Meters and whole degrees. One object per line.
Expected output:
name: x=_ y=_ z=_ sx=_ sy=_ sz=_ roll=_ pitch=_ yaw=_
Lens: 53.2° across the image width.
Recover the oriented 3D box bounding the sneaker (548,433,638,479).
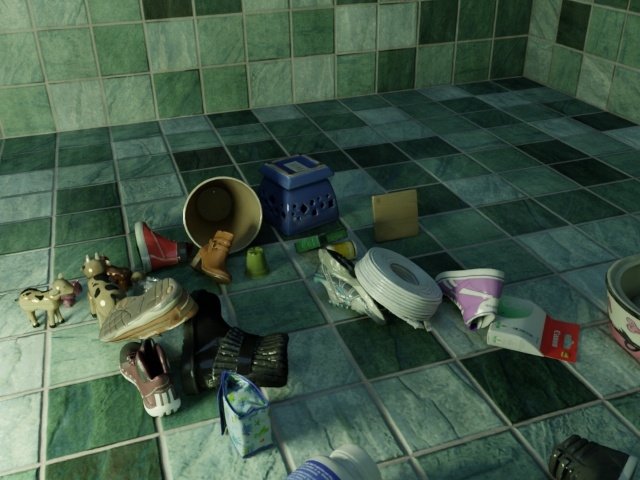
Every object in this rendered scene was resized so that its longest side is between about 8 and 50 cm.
sneaker: x=0.493 y=0.482 z=1.227 sx=0.146 sy=0.105 sz=0.295 roll=19 pitch=29 yaw=34

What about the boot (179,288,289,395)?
boot: x=-0.208 y=0.247 z=1.628 sx=0.260 sy=0.131 sz=0.348 roll=-9 pitch=40 yaw=0

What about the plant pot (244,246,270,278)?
plant pot: x=-0.201 y=0.066 z=2.011 sx=0.083 sy=0.079 sz=0.083 roll=0 pitch=29 yaw=0

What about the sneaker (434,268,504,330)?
sneaker: x=0.395 y=0.168 z=1.774 sx=0.102 sy=0.161 sz=0.282 roll=12 pitch=-10 yaw=-16

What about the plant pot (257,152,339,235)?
plant pot: x=-0.086 y=-0.179 z=2.312 sx=0.235 sy=0.212 sz=0.236 roll=-19 pitch=34 yaw=-31

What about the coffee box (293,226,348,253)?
coffee box: x=0.000 y=0.000 z=2.072 sx=0.113 sy=0.041 sz=0.184 roll=-18 pitch=0 yaw=-28

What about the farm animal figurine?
farm animal figurine: x=-0.647 y=0.137 z=1.804 sx=0.326 sy=0.172 sz=0.330 roll=22 pitch=36 yaw=35

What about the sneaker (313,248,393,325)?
sneaker: x=0.091 y=0.155 z=1.835 sx=0.283 sy=0.122 sz=0.110 roll=45 pitch=21 yaw=28

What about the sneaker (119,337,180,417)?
sneaker: x=-0.417 y=0.283 z=1.545 sx=0.106 sy=0.163 sz=0.281 roll=-20 pitch=34 yaw=-30

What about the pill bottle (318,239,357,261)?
pill bottle: x=0.056 y=0.040 z=2.063 sx=0.116 sy=0.065 sz=0.065 roll=-12 pitch=31 yaw=-19

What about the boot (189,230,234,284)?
boot: x=-0.310 y=0.047 z=1.991 sx=0.197 sy=0.073 sz=0.152 roll=22 pitch=69 yaw=40

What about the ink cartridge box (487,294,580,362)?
ink cartridge box: x=0.575 y=0.233 z=1.715 sx=0.224 sy=0.056 sz=0.181 roll=9 pitch=31 yaw=21

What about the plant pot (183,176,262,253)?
plant pot: x=-0.351 y=-0.105 z=2.196 sx=0.256 sy=0.257 sz=0.274 roll=-9 pitch=14 yaw=-14

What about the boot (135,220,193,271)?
boot: x=-0.520 y=0.008 z=2.126 sx=0.176 sy=0.089 sz=0.244 roll=-12 pitch=39 yaw=-19

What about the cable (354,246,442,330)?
cable: x=0.219 y=0.120 z=1.794 sx=0.257 sy=0.089 sz=0.257 roll=30 pitch=21 yaw=-6

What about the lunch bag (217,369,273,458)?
lunch bag: x=-0.176 y=0.376 z=1.406 sx=0.096 sy=0.129 sz=0.151 roll=-16 pitch=33 yaw=-25

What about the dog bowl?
dog bowl: x=0.949 y=0.194 z=1.671 sx=0.407 sy=0.151 sz=0.408 roll=-1 pitch=28 yaw=1

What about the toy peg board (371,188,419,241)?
toy peg board: x=0.247 y=-0.091 z=2.212 sx=0.161 sy=0.161 sz=0.079 roll=-10 pitch=15 yaw=-16

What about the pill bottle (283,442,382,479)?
pill bottle: x=-0.014 y=0.493 z=1.167 sx=0.152 sy=0.152 sz=0.272 roll=25 pitch=39 yaw=39

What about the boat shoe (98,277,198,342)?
boat shoe: x=-0.438 y=0.203 z=1.617 sx=0.324 sy=0.116 sz=0.123 roll=-23 pitch=40 yaw=34
